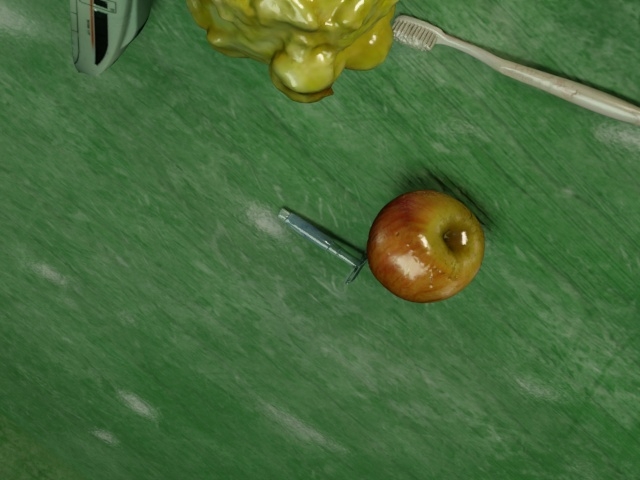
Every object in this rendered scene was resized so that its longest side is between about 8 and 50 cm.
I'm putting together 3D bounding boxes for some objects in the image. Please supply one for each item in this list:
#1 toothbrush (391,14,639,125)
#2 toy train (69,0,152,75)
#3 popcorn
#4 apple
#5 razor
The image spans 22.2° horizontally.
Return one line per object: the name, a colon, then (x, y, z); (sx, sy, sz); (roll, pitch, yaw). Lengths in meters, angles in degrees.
toothbrush: (0.216, -0.176, 1.742); (0.307, 0.029, 0.025); (22, 142, 10)
toy train: (-0.235, -0.312, 1.856); (0.088, 0.086, 0.407); (19, 150, 4)
popcorn: (-0.030, -0.268, 1.658); (0.256, 0.195, 0.255); (-2, 129, 41)
apple: (0.124, 0.009, 1.998); (0.146, 0.146, 0.146); (21, 149, 13)
razor: (0.000, 0.000, 2.190); (0.135, 0.040, 0.068); (33, 150, 1)
